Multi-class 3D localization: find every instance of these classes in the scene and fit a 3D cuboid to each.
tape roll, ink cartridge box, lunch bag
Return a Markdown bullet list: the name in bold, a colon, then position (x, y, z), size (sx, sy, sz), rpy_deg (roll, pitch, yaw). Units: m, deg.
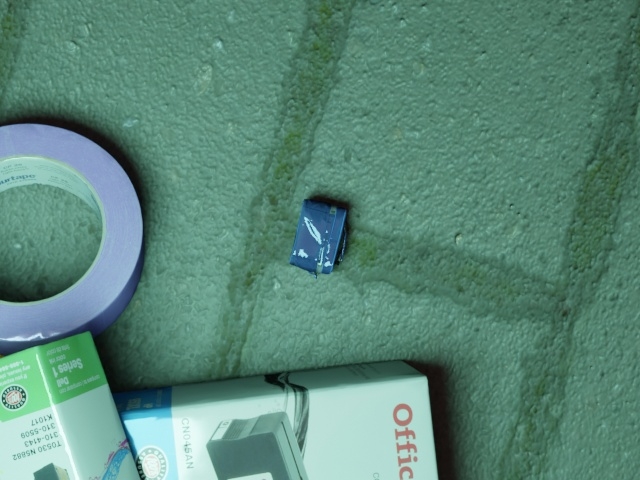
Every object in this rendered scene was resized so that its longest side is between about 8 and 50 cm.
- **tape roll**: position (-0.354, 0.000, 1.287), size (0.275, 0.090, 0.274), rpy_deg (3, 70, -8)
- **ink cartridge box**: position (-0.059, 0.313, 1.274), size (0.395, 0.166, 0.285), rpy_deg (-6, 91, -7)
- **lunch bag**: position (0.000, 0.000, 1.344), size (0.065, 0.067, 0.098), rpy_deg (12, 91, 0)
- **ink cartridge box**: position (-0.310, 0.262, 1.128), size (0.201, 0.117, 0.278), rpy_deg (-20, 88, 17)

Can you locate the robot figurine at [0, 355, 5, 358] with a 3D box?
- **robot figurine**: position (-0.471, 0.206, 1.331), size (0.291, 0.085, 0.211), rpy_deg (-35, 90, 0)
